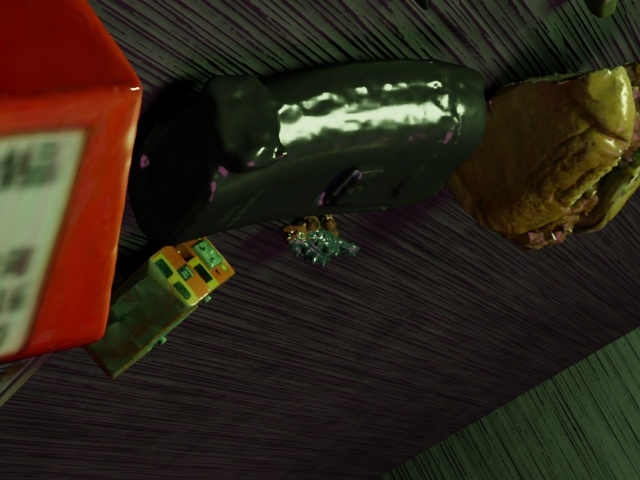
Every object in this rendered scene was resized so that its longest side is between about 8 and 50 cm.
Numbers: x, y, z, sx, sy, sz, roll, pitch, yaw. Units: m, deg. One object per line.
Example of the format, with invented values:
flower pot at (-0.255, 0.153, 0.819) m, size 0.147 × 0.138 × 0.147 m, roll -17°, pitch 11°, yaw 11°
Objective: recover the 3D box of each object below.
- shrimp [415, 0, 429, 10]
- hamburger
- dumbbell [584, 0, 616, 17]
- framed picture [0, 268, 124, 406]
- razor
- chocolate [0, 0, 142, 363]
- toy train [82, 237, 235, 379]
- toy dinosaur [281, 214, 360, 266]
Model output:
shrimp at (0.135, -0.243, 1.226) m, size 0.150 × 0.051 × 0.217 m, roll -30°, pitch 154°, yaw 16°
hamburger at (0.257, -0.098, 1.591) m, size 0.155 × 0.245 × 0.282 m, roll -19°, pitch -156°, yaw -37°
dumbbell at (0.307, -0.255, 1.422) m, size 0.118 × 0.046 × 0.052 m, roll -24°, pitch 156°, yaw -10°
framed picture at (-0.375, 0.129, 1.530) m, size 0.240 × 0.020 × 0.324 m, roll -6°, pitch 152°, yaw -48°
razor at (-0.007, -0.084, 1.340) m, size 0.327 × 0.107 × 0.189 m, roll -11°, pitch 156°, yaw -38°
chocolate at (-0.281, -0.098, 0.594) m, size 0.360 × 0.341 × 0.161 m, roll -10°, pitch 145°, yaw -39°
toy train at (-0.175, 0.070, 1.524) m, size 0.188 × 0.072 × 0.099 m, roll -42°, pitch -178°, yaw 29°
toy dinosaur at (0.000, 0.000, 1.653) m, size 0.049 × 0.055 × 0.154 m, roll -39°, pitch 156°, yaw 21°
